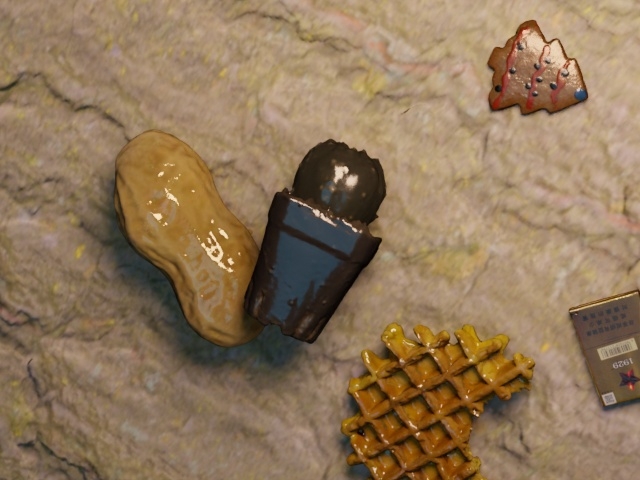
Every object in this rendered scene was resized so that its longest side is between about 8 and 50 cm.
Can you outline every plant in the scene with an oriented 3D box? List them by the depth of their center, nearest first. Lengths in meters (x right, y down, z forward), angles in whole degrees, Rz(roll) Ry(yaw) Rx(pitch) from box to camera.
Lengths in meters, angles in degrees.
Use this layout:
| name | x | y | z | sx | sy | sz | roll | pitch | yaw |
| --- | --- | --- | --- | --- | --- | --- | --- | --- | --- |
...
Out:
| name | x | y | z | sx | sy | sz | roll | pitch | yaw |
| --- | --- | --- | --- | --- | --- | --- | --- | --- | --- |
| plant | 0.000 | 0.000 | 1.343 | 0.142 | 0.164 | 0.256 | 23 | 91 | 5 |

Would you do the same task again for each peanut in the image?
| name | x | y | z | sx | sy | sz | roll | pitch | yaw |
| --- | --- | --- | --- | --- | --- | --- | --- | --- | --- |
| peanut | -0.172 | -0.001 | 1.418 | 0.149 | 0.149 | 0.313 | -32 | 95 | 20 |

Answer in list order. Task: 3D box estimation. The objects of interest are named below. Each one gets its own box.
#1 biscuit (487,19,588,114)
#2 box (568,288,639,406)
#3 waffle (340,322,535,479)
| name | x | y | z | sx | sy | sz | roll | pitch | yaw |
| --- | --- | --- | --- | --- | --- | --- | --- | --- | --- |
| biscuit | 0.268 | -0.203 | 1.306 | 0.130 | 0.019 | 0.119 | 23 | 106 | 11 |
| box | 0.376 | 0.135 | 1.336 | 0.090 | 0.023 | 0.133 | -20 | 94 | 21 |
| waffle | 0.155 | 0.246 | 1.405 | 0.260 | 0.069 | 0.293 | 8 | 105 | 18 |
